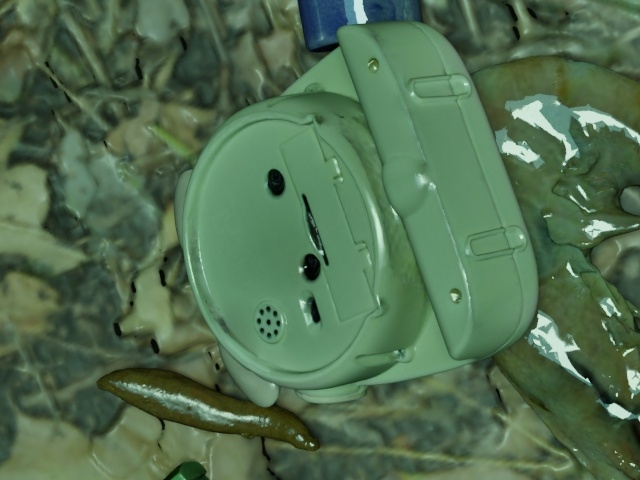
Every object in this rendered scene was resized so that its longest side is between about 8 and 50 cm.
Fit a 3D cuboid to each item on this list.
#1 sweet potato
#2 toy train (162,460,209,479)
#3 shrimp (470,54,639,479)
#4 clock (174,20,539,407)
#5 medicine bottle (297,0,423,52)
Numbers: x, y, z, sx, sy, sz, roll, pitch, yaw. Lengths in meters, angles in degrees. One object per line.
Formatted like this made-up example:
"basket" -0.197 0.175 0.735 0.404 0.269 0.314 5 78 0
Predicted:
"sweet potato" -0.054 0.082 0.789 0.115 0.026 0.026 13 97 6
"toy train" -0.077 0.155 0.792 0.093 0.038 0.056 -43 82 12
"shrimp" 0.146 0.024 0.727 0.145 0.059 0.254 -42 80 2
"clock" 0.000 0.000 0.723 0.191 0.062 0.152 -27 80 42
"medicine bottle" 0.002 -0.205 0.740 0.059 0.059 0.231 -9 92 13
